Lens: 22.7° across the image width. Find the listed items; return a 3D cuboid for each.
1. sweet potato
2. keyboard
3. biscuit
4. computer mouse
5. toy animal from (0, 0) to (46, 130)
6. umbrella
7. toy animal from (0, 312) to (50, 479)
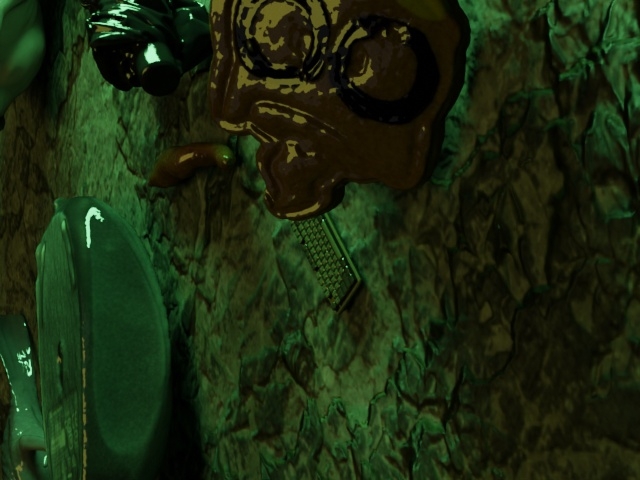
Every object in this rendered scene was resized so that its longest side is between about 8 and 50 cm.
[{"bbox_3d":[-0.134,-0.076,1.574,0.179,0.044,0.044,-15,83,60],"label":"sweet potato"},{"bbox_3d":[0.000,0.000,1.383,0.129,0.015,0.049,64,144,31],"label":"keyboard"},{"bbox_3d":[0.006,-0.141,1.208,0.208,0.041,0.290,21,116,15],"label":"biscuit"},{"bbox_3d":[-0.227,0.133,1.700,0.203,0.114,0.374,145,123,-59],"label":"computer mouse"},{"bbox_3d":[-0.392,-0.318,1.862,0.258,0.194,0.357,-112,42,-71],"label":"toy animal"},{"bbox_3d":[-0.183,-0.229,1.555,0.110,0.122,0.272,-54,38,20],"label":"umbrella"},{"bbox_3d":[-0.350,0.257,1.961,0.206,0.081,0.367,-21,73,57],"label":"toy animal"}]
